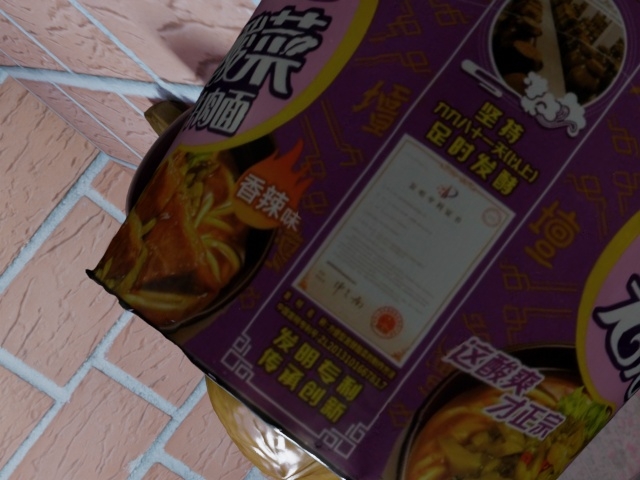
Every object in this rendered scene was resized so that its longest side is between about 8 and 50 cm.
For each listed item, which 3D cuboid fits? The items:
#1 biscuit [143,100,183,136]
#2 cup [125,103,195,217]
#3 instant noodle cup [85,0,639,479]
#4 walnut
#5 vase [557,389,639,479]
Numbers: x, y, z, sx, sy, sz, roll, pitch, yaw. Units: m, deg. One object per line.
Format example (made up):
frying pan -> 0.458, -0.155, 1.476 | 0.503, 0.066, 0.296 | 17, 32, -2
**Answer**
biscuit -> -0.203, -0.148, 1.402 | 0.320, 0.047, 0.183 | 37, 168, 48
cup -> -0.095, -0.033, 1.127 | 0.273, 0.208, 0.288 | 42, 169, -36
instant noodle cup -> 0.052, -0.013, 0.482 | 0.340, 0.266, 0.340 | 37, 171, 7
walnut -> 0.001, 0.182, 1.355 | 0.354, 0.398, 0.308 | 41, 137, -20
vase -> 0.157, 0.117, 0.886 | 0.250, 0.250, 0.445 | 38, 176, -4
